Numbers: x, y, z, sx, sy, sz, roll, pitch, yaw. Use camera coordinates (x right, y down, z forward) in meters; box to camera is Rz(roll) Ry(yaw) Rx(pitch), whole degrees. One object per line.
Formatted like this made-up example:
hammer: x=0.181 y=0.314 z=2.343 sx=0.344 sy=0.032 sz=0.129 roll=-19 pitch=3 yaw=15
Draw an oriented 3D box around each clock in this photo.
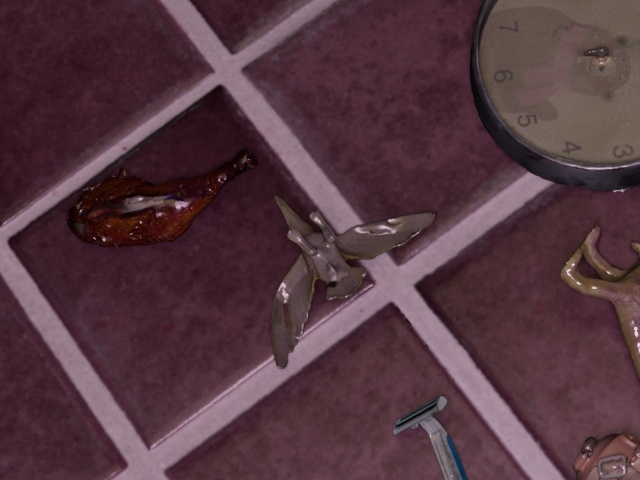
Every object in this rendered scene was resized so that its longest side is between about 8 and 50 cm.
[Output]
clock: x=0.289 y=-0.189 z=1.553 sx=0.280 sy=0.055 sz=0.281 roll=-3 pitch=72 yaw=9

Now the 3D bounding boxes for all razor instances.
razor: x=0.131 y=0.247 z=1.445 sx=0.068 sy=0.037 sz=0.191 roll=-36 pitch=68 yaw=42

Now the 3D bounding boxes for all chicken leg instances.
chicken leg: x=-0.166 y=-0.043 z=1.582 sx=0.205 sy=0.053 sz=0.093 roll=-5 pitch=57 yaw=3

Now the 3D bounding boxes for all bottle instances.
bottle: x=0.296 y=0.234 z=1.394 sx=0.152 sy=0.099 sz=0.099 roll=38 pitch=81 yaw=20

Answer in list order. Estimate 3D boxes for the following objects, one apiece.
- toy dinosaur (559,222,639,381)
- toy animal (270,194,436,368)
toy dinosaur: x=0.320 y=0.074 z=1.457 sx=0.199 sy=0.072 sz=0.251 roll=31 pitch=69 yaw=6
toy animal: x=0.000 y=0.000 z=1.516 sx=0.219 sy=0.095 sz=0.155 roll=-36 pitch=75 yaw=-5
